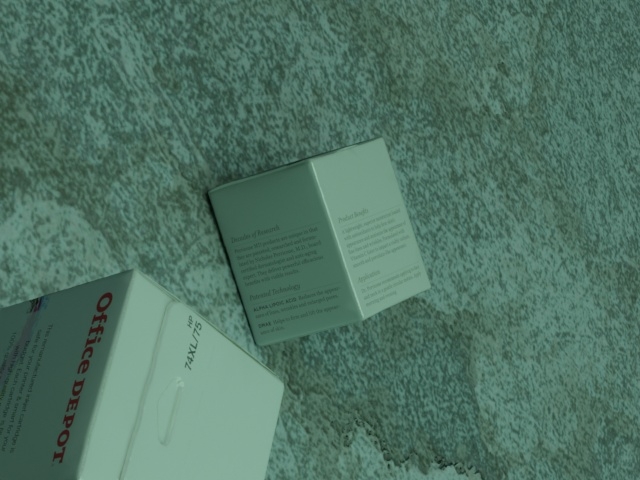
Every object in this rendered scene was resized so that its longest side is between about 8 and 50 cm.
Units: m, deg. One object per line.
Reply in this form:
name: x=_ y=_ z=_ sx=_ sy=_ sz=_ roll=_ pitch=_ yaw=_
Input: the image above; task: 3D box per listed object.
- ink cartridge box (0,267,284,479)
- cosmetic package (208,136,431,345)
ink cartridge box: x=-0.205 y=0.177 z=1.577 sx=0.197 sy=0.270 sz=0.198 roll=41 pitch=48 yaw=-37
cosmetic package: x=0.000 y=0.000 z=2.091 sx=0.151 sy=0.151 sz=0.183 roll=-20 pitch=93 yaw=-54
